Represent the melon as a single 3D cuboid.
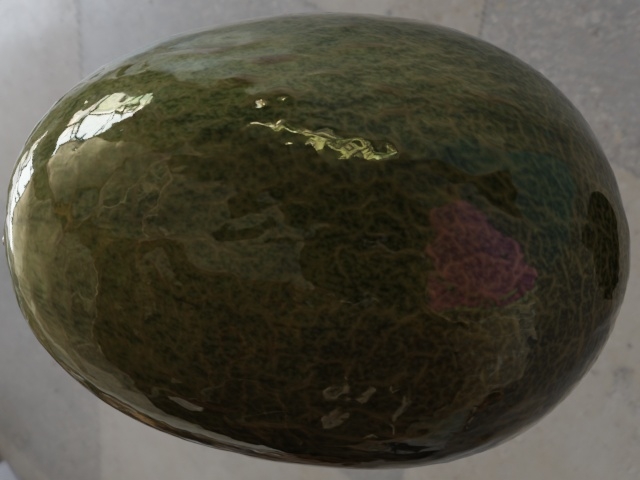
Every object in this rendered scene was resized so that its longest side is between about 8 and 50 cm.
[{"bbox_3d":[0.000,0.000,0.625,0.248,0.329,0.248,-175,90,-82],"label":"melon"}]
